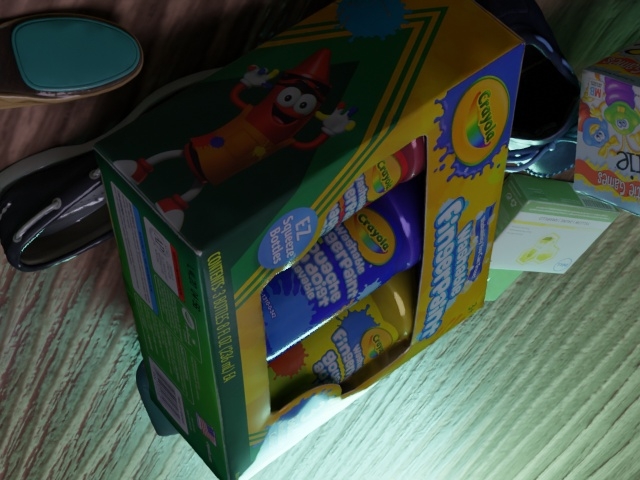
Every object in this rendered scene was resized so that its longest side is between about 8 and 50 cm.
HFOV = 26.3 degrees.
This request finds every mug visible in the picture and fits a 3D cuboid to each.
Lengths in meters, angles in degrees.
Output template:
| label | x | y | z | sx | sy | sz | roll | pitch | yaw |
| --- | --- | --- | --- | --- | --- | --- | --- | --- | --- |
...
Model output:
| label | x | y | z | sx | sy | sz | roll | pitch | yaw |
| --- | --- | --- | --- | --- | --- | --- | --- | --- | --- |
| mug | -0.145 | 0.158 | 1.602 | 0.129 | 0.097 | 0.158 | -24 | -175 | -28 |

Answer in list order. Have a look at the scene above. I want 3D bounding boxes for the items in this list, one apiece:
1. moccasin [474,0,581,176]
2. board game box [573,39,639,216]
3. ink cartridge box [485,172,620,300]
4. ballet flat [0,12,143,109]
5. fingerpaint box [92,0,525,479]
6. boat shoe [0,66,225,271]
| label | x | y | z | sx | sy | sz | roll | pitch | yaw |
| --- | --- | --- | --- | --- | --- | --- | --- | --- | --- |
| moccasin | 0.209 | -0.141 | 1.433 | 0.138 | 0.116 | 0.342 | -33 | 146 | 11 |
| board game box | 0.405 | -0.140 | 1.425 | 0.275 | 0.144 | 0.142 | -29 | 131 | -36 |
| ink cartridge box | 0.242 | 0.018 | 1.736 | 0.171 | 0.056 | 0.235 | 5 | 134 | -39 |
| ballet flat | -0.270 | -0.147 | 1.175 | 0.232 | 0.080 | 0.073 | -7 | 171 | -21 |
| fingerpaint box | 0.000 | 0.000 | 1.360 | 0.371 | 0.163 | 0.444 | -34 | 151 | -22 |
| boat shoe | -0.171 | -0.064 | 1.317 | 0.303 | 0.091 | 0.114 | -29 | 146 | 5 |
